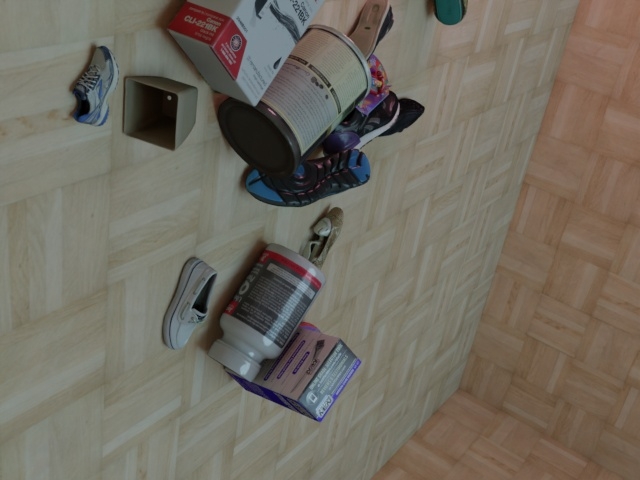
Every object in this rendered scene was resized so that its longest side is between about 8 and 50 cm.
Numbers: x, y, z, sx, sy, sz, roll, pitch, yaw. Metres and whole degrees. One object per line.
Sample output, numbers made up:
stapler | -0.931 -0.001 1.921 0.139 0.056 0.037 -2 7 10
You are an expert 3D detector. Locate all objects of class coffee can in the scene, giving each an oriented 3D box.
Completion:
coffee can | -0.050 -0.292 1.639 0.275 0.201 0.201 -49 150 -27

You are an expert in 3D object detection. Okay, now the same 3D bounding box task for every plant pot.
plant pot | -0.277 -0.238 1.402 0.096 0.109 0.109 -46 151 -55

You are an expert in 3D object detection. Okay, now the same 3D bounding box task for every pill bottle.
pill bottle | -0.137 0.180 1.930 0.319 0.176 0.176 -57 153 -13

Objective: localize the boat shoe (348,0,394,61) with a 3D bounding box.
boat shoe | 0.111 -0.475 1.897 0.233 0.084 0.079 -62 153 -11

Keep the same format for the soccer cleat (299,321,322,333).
soccer cleat | -0.080 0.300 2.229 0.248 0.095 0.083 -23 132 -53

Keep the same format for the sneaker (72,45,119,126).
sneaker | -0.370 -0.249 1.276 0.058 0.052 0.135 -12 124 -52

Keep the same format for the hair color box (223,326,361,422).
hair color box | -0.076 0.317 1.978 0.110 0.339 0.185 48 67 -28

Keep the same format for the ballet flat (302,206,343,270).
ballet flat | 0.000 0.000 2.142 0.067 0.073 0.206 20 92 -49

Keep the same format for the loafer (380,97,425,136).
loafer | 0.223 -0.349 2.230 0.223 0.076 0.078 -31 153 -49

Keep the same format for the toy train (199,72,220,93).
toy train | -0.212 -0.316 1.536 0.024 0.017 0.083 -68 155 -14

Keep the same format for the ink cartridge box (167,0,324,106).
ink cartridge box | -0.124 -0.418 1.429 0.273 0.114 0.197 -59 153 -11

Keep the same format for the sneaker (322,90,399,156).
sneaker | 0.109 -0.327 2.008 0.283 0.107 0.124 -46 142 -31

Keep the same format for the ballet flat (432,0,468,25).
ballet flat | 0.337 -0.731 2.065 0.123 0.123 0.348 -51 150 -23

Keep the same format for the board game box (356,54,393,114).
board game box | 0.127 -0.402 1.965 0.169 0.033 0.133 -47 116 -38

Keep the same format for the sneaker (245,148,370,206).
sneaker | -0.041 -0.135 1.874 0.340 0.139 0.125 -9 83 -36

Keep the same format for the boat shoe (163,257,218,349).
boat shoe | -0.289 0.154 1.747 0.083 0.075 0.226 -16 127 -56
